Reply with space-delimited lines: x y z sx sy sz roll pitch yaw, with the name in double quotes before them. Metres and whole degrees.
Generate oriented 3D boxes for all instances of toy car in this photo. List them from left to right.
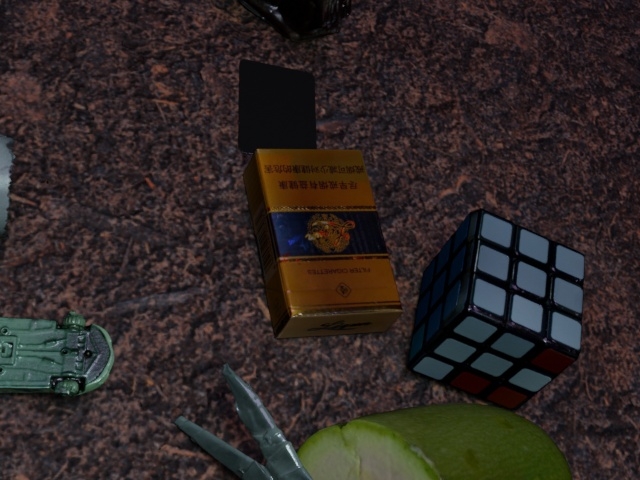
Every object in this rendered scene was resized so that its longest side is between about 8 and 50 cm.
"toy car" -0.313 0.127 1.059 0.186 0.058 0.093 2 61 -7

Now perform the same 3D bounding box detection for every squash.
"squash" 0.154 0.296 1.155 0.309 0.210 0.234 4 55 -53

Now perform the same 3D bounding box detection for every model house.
"model house" -0.038 -0.379 1.396 0.203 0.164 0.141 33 60 -5

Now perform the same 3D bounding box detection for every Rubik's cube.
"Rubik's cube" 0.215 0.086 1.229 0.163 0.162 0.161 23 51 -10

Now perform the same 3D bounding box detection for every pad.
"pad" -0.058 -0.177 1.368 0.112 0.003 0.157 9 59 -17

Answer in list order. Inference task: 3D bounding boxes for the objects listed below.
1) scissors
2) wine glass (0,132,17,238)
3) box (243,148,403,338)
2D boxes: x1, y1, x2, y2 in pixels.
"scissors" -0.007 0.290 1.035 0.383 0.256 0.029 41 22 20
"wine glass" -0.487 -0.072 1.052 0.321 0.143 0.143 9 59 -18
"box" 0.000 0.000 1.254 0.152 0.070 0.237 -2 64 -24
